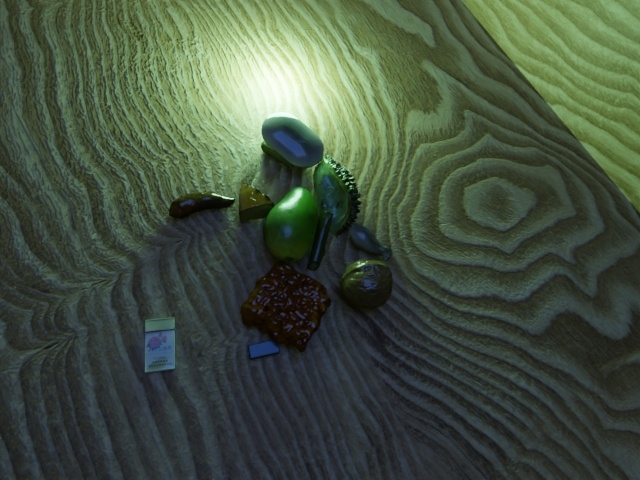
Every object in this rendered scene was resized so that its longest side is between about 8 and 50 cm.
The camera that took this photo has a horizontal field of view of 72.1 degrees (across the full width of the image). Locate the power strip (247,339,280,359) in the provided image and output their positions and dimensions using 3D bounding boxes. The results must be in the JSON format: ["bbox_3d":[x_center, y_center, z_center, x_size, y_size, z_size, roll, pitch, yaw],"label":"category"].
[{"bbox_3d":[-0.224,0.428,1.727,0.123,0.032,0.056,-9,66,-17],"label":"power strip"}]

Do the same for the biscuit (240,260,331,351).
[{"bbox_3d":[-0.132,0.257,1.785,0.311,0.111,0.318,29,52,6],"label":"biscuit"}]

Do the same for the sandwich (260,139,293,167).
[{"bbox_3d":[-0.153,-0.491,2.209,0.212,0.063,0.245,32,61,0],"label":"sandwich"}]

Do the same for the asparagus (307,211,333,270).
[{"bbox_3d":[-0.001,-0.001,1.956,0.067,0.060,0.278,10,72,4],"label":"asparagus"}]

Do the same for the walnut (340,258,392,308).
[{"bbox_3d":[0.192,0.181,1.855,0.227,0.228,0.228,5,62,-10],"label":"walnut"}]

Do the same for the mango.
[{"bbox_3d":[-0.123,-0.079,1.917,0.225,0.201,0.382,19,57,-5],"label":"mango"}]

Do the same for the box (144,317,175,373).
[{"bbox_3d":[-0.606,0.394,1.660,0.109,0.029,0.199,-3,65,-15],"label":"box"}]

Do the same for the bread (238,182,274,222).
[{"bbox_3d":[-0.283,-0.171,1.970,0.159,0.140,0.169,0,63,-7],"label":"bread"}]

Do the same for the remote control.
[{"bbox_3d":[-0.132,-0.484,2.116,0.332,0.103,0.221,39,65,2],"label":"remote control"}]

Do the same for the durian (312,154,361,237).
[{"bbox_3d":[0.082,-0.219,2.074,0.197,0.163,0.395,-19,84,21],"label":"durian"}]

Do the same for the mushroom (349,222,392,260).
[{"bbox_3d":[0.230,0.008,2.017,0.225,0.093,0.116,34,40,11],"label":"mushroom"}]

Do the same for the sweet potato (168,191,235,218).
[{"bbox_3d":[-0.525,-0.168,1.936,0.291,0.097,0.098,-16,68,-21],"label":"sweet potato"}]
